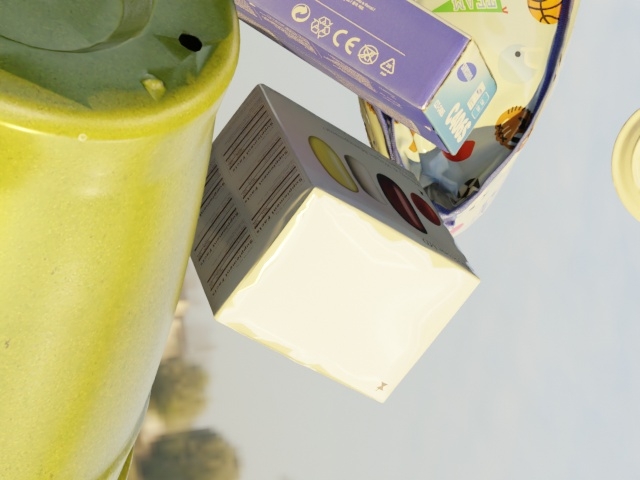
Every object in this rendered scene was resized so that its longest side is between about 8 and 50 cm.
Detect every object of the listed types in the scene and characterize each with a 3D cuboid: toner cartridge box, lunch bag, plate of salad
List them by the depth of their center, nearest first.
[{"bbox_3d":[-0.020,-0.207,1.572,0.075,0.348,0.165,-56,165,0],"label":"toner cartridge box"},{"bbox_3d":[0.162,-0.191,2.207,0.328,0.239,0.385,72,31,-85],"label":"lunch bag"},{"bbox_3d":[0.502,-0.105,2.568,0.048,0.200,0.200,-40,124,-76],"label":"plate of salad"}]

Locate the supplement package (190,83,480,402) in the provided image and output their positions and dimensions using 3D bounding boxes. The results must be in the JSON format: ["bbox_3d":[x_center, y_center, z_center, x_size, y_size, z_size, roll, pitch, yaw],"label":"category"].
[{"bbox_3d":[0.000,0.000,1.656,0.149,0.194,0.203,-52,-149,16],"label":"supplement package"}]

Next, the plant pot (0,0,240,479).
[{"bbox_3d":[-0.219,-0.033,1.052,0.353,0.366,0.366,-58,-147,40],"label":"plant pot"}]
